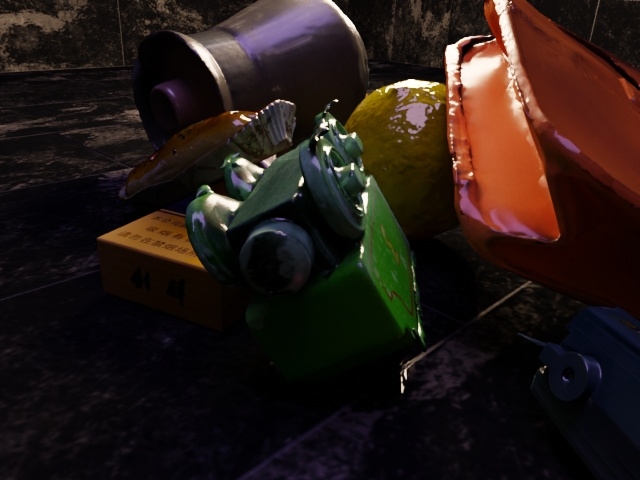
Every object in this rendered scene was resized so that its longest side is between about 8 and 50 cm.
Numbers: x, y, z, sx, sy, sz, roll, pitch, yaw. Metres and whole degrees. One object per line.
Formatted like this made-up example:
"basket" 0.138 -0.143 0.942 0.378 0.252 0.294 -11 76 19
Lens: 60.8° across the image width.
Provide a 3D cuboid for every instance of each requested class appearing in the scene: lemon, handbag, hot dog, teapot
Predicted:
"lemon" 0.115 -0.102 0.695 0.192 0.192 0.231 9 64 14
"handbag" 0.278 -0.097 0.566 0.303 0.116 0.410 27 41 -13
"hot dog" -0.151 -0.111 0.712 0.270 0.082 0.162 -19 12 29
"teapot" -0.095 -0.238 0.940 0.361 0.306 0.376 -29 67 -37

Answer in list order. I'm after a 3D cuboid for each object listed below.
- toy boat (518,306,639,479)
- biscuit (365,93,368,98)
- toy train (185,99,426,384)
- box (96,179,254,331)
"toy boat" 0.219 0.131 0.313 0.103 0.093 0.246 18 19 -19
"biscuit" 0.027 -0.335 1.139 0.186 0.295 0.044 22 60 43
"toy train" 0.000 0.000 0.463 0.132 0.188 0.243 -26 18 17
"box" -0.102 0.000 0.608 0.152 0.070 0.237 13 28 23
